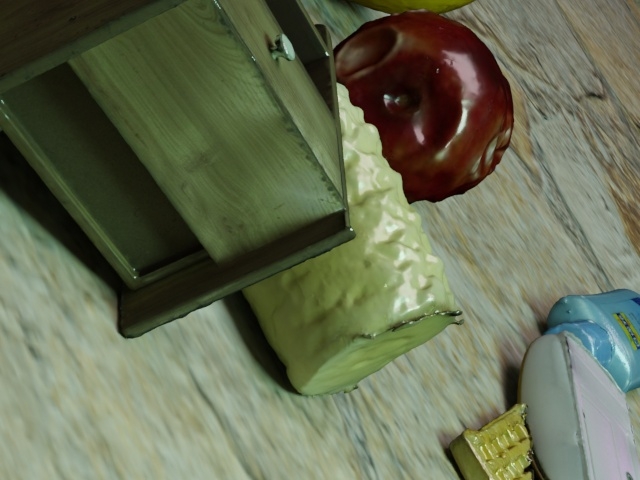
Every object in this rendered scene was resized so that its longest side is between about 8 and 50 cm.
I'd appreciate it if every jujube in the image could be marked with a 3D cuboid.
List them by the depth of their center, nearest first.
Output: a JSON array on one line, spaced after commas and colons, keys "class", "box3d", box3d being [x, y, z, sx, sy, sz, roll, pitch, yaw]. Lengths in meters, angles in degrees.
[{"class": "jujube", "box3d": [0.082, -0.101, 1.234, 0.155, 0.155, 0.230, 58, 17, 11]}]

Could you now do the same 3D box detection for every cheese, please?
[{"class": "cheese", "box3d": [0.000, 0.000, 0.946, 0.094, 0.123, 0.167, 3, 56, -59]}]

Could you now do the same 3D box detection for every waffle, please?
[{"class": "waffle", "box3d": [0.144, 0.171, 1.121, 0.097, 0.023, 0.153, 59, 21, 9]}]

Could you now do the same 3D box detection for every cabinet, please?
[{"class": "cabinet", "box3d": [-0.083, -0.097, 0.834, 0.175, 0.148, 0.215, 57, 17, -35]}]

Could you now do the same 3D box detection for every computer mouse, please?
[{"class": "computer mouse", "box3d": [0.207, 0.170, 1.206, 0.126, 0.056, 0.245, 45, 23, -24]}]

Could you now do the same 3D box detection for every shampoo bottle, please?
[{"class": "shampoo bottle", "box3d": [0.265, 0.096, 1.436, 0.104, 0.061, 0.258, 59, 22, 13]}]

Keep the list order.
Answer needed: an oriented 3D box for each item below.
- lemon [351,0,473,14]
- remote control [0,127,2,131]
[{"class": "lemon", "box3d": [0.070, -0.334, 1.449, 0.263, 0.236, 0.236, 63, 20, -9]}, {"class": "remote control", "box3d": [-0.230, -0.136, 0.798, 0.190, 0.029, 0.087, 41, 24, -30]}]
